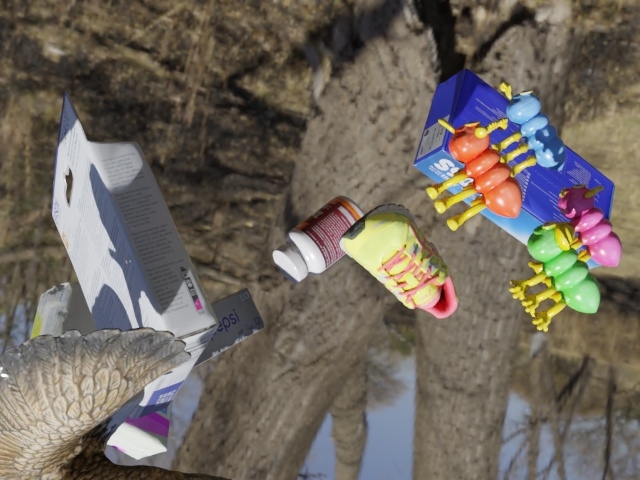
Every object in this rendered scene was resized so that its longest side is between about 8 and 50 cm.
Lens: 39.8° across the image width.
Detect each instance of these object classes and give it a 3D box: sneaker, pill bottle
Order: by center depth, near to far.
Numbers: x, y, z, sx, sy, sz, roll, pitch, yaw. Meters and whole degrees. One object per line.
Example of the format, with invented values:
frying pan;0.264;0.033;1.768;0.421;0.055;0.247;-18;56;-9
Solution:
sneaker;0.100;0.030;0.993;0.208;0.081;0.094;29;-154;-50
pill bottle;0.000;0.000;1.438;0.086;0.152;0.086;41;154;25

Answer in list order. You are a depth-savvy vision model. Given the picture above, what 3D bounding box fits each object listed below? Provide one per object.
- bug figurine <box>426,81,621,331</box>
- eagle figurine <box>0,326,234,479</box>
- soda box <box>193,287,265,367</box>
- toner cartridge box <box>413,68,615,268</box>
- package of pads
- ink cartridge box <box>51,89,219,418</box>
bug figurine;0.205;-0.044;0.828;0.072;0.216;0.279;-32;-179;31
eagle figurine;-0.211;0.185;0.752;0.226;0.225;0.298;23;164;-31
soda box;-0.232;0.180;1.658;0.098;0.091;0.286;-25;180;34
toner cartridge box;0.314;-0.103;1.394;0.347;0.165;0.075;33;150;-22
package of pads;-0.386;0.230;1.585;0.101;0.229;0.296;-21;139;28
ink cartridge box;-0.247;0.027;1.113;0.071;0.330;0.324;-16;162;-26
